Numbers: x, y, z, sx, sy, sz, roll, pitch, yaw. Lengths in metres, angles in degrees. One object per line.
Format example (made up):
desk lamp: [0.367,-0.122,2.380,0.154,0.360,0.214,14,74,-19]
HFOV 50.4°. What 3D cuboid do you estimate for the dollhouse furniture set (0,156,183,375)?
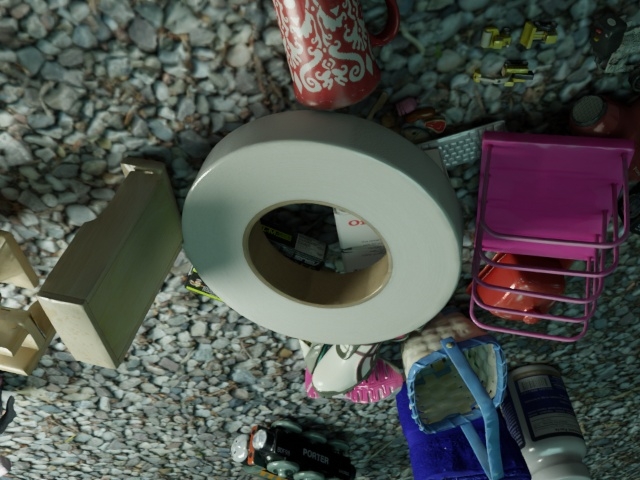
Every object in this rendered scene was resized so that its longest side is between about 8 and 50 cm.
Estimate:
dollhouse furniture set: [-0.439,0.001,1.004,0.394,0.256,0.362,10,140,13]

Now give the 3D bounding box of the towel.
towel: [0.289,0.394,1.441,0.227,0.308,0.076,-5,119,-2]

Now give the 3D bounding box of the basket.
basket: [0.265,0.281,1.293,0.201,0.289,0.255,-17,133,-2]

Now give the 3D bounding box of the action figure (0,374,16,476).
action figure: [-0.781,0.329,1.257,0.370,0.276,0.248,6,145,-35]

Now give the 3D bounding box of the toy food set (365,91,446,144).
toy food set: [0.131,-0.170,0.978,0.122,0.019,0.078,13,135,-21]

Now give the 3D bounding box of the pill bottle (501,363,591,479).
pill bottle: [0.500,0.426,1.524,0.153,0.265,0.153,-4,139,-3]

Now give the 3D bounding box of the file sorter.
file sorter: [0.332,0.006,1.021,0.202,0.182,0.291,6,148,14]

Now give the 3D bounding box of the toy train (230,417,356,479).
toy train: [-0.065,0.551,1.698,0.190,0.142,0.334,-27,136,35]

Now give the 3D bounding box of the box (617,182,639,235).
box: [0.669,-0.070,1.135,0.270,0.060,0.216,16,134,-24]

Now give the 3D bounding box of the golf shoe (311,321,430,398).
golf shoe: [0.073,0.179,1.278,0.273,0.105,0.120,-43,131,4]

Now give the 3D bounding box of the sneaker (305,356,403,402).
sneaker: [0.083,0.283,1.409,0.111,0.103,0.252,12,167,-39]

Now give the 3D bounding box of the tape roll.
tape roll: [0.000,0.000,0.943,0.392,0.072,0.392,7,135,7]

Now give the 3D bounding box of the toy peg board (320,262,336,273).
toy peg board: [-0.067,0.061,1.189,0.160,0.079,0.161,18,134,-4]

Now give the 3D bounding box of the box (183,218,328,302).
box: [-0.108,0.043,1.097,0.190,0.045,0.184,21,136,-8]

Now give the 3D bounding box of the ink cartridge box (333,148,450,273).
ink cartridge box: [0.112,-0.022,1.069,0.172,0.100,0.237,-9,145,2]

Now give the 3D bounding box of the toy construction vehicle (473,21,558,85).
toy construction vehicle: [0.257,-0.245,0.898,0.098,0.035,0.086,0,139,-7]

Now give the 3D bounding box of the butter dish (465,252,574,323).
butter dish: [0.374,0.098,1.244,0.160,0.118,0.160,12,136,-20]

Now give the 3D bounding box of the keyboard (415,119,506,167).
keyboard: [0.153,-0.123,1.029,0.256,0.014,0.072,-15,151,10]

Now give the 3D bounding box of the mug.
mug: [0.010,-0.268,0.810,0.113,0.150,0.169,16,145,32]

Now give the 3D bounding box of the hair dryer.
hair dryer: [0.464,-0.189,0.957,0.223,0.080,0.293,-6,139,-2]

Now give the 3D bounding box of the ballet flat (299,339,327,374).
ballet flat: [-0.006,0.186,1.346,0.068,0.072,0.213,26,135,4]
